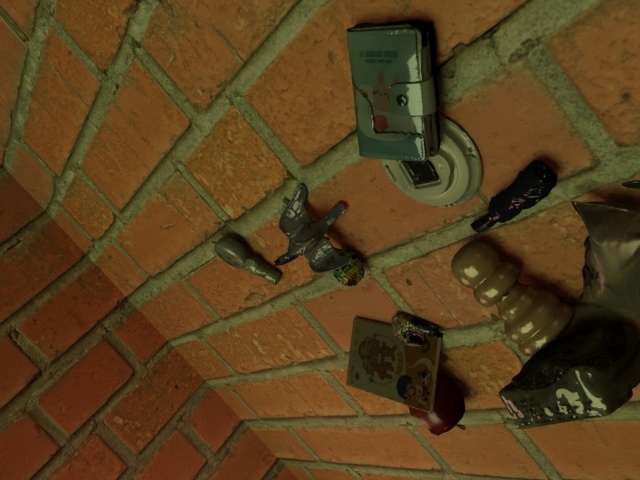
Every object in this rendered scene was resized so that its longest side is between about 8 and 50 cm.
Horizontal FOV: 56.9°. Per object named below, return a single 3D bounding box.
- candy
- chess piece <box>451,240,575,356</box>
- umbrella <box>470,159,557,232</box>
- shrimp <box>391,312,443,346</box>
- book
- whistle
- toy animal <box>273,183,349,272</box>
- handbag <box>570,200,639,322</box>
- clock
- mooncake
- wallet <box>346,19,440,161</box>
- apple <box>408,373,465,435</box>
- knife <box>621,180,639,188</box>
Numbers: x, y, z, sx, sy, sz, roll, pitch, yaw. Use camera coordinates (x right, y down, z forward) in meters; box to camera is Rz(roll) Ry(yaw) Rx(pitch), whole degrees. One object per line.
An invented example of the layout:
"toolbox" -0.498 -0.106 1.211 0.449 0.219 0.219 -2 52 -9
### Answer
"candy" 0.000 0.000 1.590 0.305 0.083 0.091 46 142 9
"chess piece" 0.394 0.106 1.256 0.261 0.142 0.143 46 147 9
"umbrella" 0.369 -0.070 1.141 0.071 0.071 0.248 39 150 6
"shrimp" 0.262 0.250 1.601 0.161 0.034 0.091 13 112 38
"book" 0.201 0.346 1.679 0.295 0.020 0.208 6 90 42
"whistle" -0.239 0.060 1.894 0.258 0.067 0.126 30 157 12
"toy animal" -0.035 -0.012 1.527 0.239 0.255 0.176 57 -172 6
"handbag" 0.532 0.039 1.046 0.182 0.117 0.271 22 143 41
"clock" 0.212 -0.153 1.212 0.236 0.053 0.237 28 143 23
"mooncake" 0.513 0.265 1.195 0.254 0.250 0.136 -35 81 51
"wallet" 0.136 -0.275 1.104 0.176 0.075 0.251 12 122 38
"apple" 0.326 0.455 1.671 0.158 0.156 0.147 51 139 14
"knife" 0.575 -0.087 0.952 0.170 0.010 0.023 7 133 43
